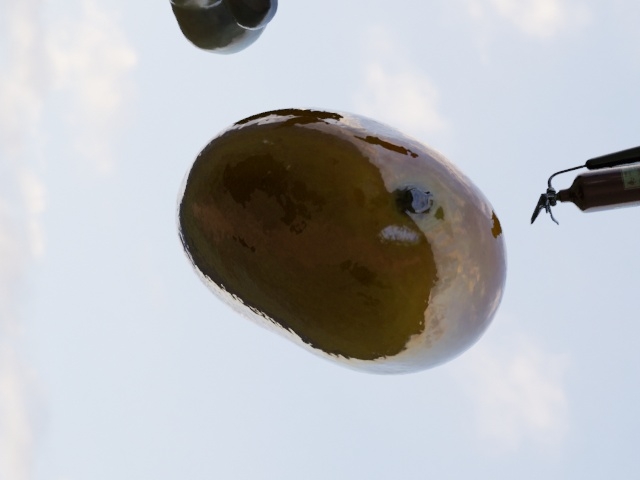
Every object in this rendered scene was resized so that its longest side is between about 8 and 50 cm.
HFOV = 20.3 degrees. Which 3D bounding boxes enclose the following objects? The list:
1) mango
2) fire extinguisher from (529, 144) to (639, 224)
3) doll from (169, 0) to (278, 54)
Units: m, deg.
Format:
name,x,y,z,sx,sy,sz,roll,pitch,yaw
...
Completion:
name,x,y,z,sx,sy,sz,roll,pitch,yaw
mango,0.000,-0.005,1.117,0.255,0.139,0.175,14,-42,42
fire extinguisher,0.224,-0.046,1.203,0.035,0.173,0.049,53,29,-80
doll,-0.064,-0.311,1.494,0.330,0.174,0.235,-46,-156,47
